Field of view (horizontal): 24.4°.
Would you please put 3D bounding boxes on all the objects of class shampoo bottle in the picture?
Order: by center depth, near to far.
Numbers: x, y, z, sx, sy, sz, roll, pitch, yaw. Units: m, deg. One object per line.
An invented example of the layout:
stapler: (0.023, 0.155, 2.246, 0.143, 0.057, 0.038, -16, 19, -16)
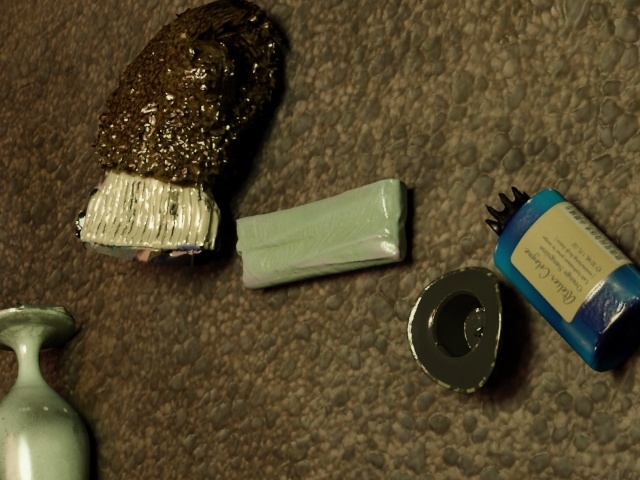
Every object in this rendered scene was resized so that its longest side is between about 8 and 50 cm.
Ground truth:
shampoo bottle: (0.204, 0.022, 1.239, 0.087, 0.050, 0.183, -58, 45, 20)

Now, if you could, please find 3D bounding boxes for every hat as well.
hat: (0.132, 0.080, 1.295, 0.121, 0.050, 0.121, -23, 58, 43)

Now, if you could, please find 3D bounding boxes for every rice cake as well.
rice cake: (-0.001, -0.001, 1.465, 0.221, 0.042, 0.080, -13, 73, 42)

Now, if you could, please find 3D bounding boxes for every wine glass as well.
wine glass: (-0.326, 0.202, 1.678, 0.126, 0.126, 0.241, -31, 54, 36)

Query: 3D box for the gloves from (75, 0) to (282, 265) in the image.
gloves: (-0.149, -0.125, 1.589, 0.210, 0.135, 0.312, 2, 76, 53)
